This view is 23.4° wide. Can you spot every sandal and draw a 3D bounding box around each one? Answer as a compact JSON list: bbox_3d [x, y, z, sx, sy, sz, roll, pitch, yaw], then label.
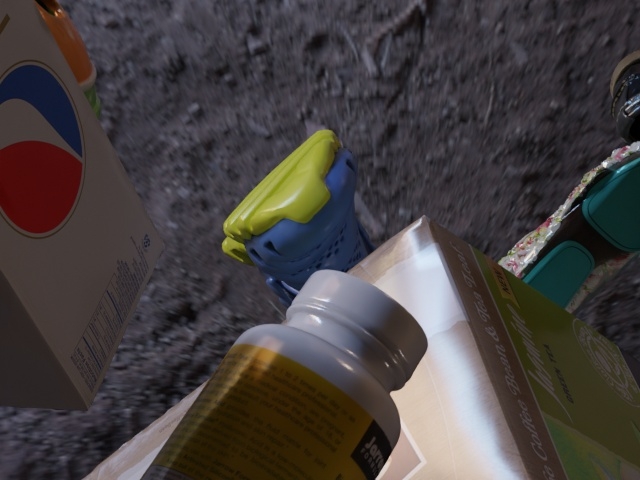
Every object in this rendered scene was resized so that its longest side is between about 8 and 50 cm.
[{"bbox_3d":[0.000,0.000,1.296,0.126,0.317,0.138,-43,87,-4],"label":"sandal"}]

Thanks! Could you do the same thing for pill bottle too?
[{"bbox_3d":[-0.014,0.068,0.505,0.065,0.065,0.116,32,68,5],"label":"pill bottle"}]

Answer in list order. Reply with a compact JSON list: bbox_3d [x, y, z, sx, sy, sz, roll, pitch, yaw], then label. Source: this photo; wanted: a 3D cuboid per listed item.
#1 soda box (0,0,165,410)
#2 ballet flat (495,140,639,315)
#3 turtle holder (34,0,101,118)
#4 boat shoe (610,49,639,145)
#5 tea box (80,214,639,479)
[{"bbox_3d":[-0.122,-0.046,0.418,0.074,0.216,0.069,0,46,24],"label":"soda box"},{"bbox_3d":[0.197,-0.010,1.151,0.241,0.077,0.091,-40,116,9],"label":"ballet flat"},{"bbox_3d":[-0.419,-0.193,1.784,0.320,0.243,0.227,5,118,25],"label":"turtle holder"},{"bbox_3d":[0.336,-0.090,1.161,0.233,0.079,0.084,6,121,5],"label":"boat shoe"},{"bbox_3d":[0.066,0.212,0.964,0.329,0.323,0.220,-38,45,21],"label":"tea box"}]
